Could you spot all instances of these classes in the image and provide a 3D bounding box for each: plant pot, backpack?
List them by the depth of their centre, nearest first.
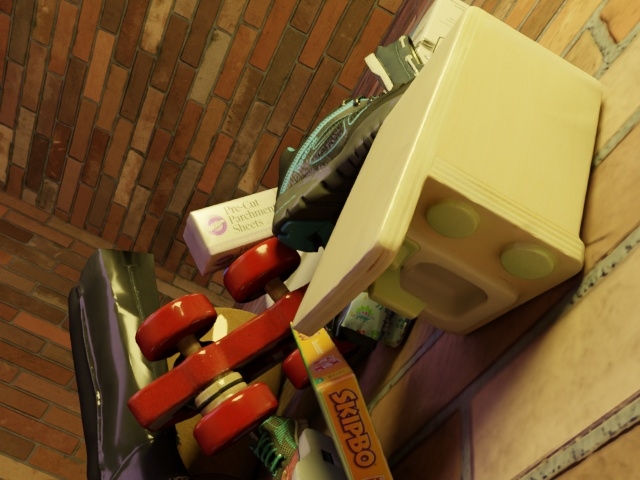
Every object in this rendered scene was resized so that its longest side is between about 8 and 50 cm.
[{"bbox_3d":[0.057,0.052,0.649,0.105,0.084,0.114,-156,86,-80],"label":"backpack"},{"bbox_3d":[-0.173,0.284,1.025,0.237,0.237,0.254,123,152,-42],"label":"plant pot"}]

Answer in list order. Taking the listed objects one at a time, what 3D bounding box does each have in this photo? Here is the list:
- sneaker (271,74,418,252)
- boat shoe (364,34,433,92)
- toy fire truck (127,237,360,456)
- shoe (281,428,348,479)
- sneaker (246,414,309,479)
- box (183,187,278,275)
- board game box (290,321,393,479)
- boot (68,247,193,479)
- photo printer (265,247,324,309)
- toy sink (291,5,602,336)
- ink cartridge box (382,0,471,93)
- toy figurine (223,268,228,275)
[{"bbox_3d":[0.063,-0.120,0.671,0.341,0.125,0.139,-31,50,33],"label":"sneaker"},{"bbox_3d":[0.136,-0.191,0.792,0.079,0.095,0.254,-38,36,13],"label":"boat shoe"},{"bbox_3d":[-0.093,0.151,0.805,0.302,0.169,0.254,-33,-16,-16],"label":"toy fire truck"},{"bbox_3d":[-0.010,0.241,0.568,0.178,0.064,0.081,180,115,-88],"label":"shoe"},{"bbox_3d":[-0.055,0.256,0.746,0.065,0.076,0.166,-64,8,2],"label":"sneaker"},{"bbox_3d":[-0.020,-0.040,0.827,0.324,0.067,0.063,-18,-19,-30],"label":"box"},{"bbox_3d":[0.014,0.144,0.537,0.039,0.124,0.259,-21,5,-8],"label":"board game box"},{"bbox_3d":[-0.344,0.284,0.952,0.367,0.146,0.445,-39,59,26],"label":"boot"},{"bbox_3d":[0.000,0.000,1.087,0.307,0.107,0.256,-59,14,23],"label":"photo printer"},{"bbox_3d":[0.098,-0.022,0.453,0.234,0.131,0.153,-65,7,-33],"label":"toy sink"},{"bbox_3d":[0.165,-0.261,0.981,0.203,0.086,0.148,-66,9,-16],"label":"ink cartridge box"},{"bbox_3d":[-0.174,0.066,1.670,0.191,0.217,0.362,-63,8,2],"label":"toy figurine"}]
